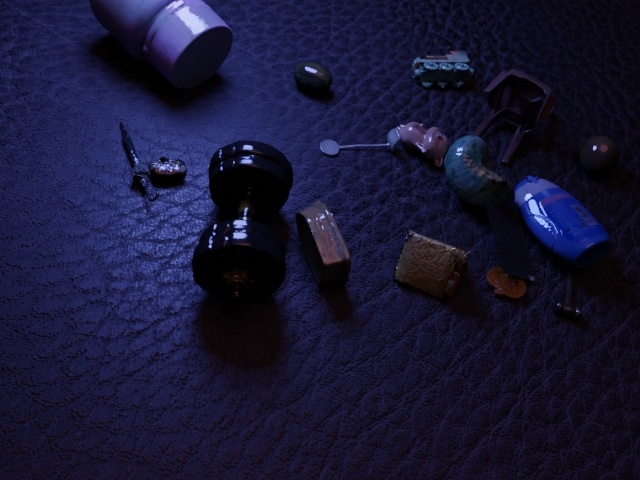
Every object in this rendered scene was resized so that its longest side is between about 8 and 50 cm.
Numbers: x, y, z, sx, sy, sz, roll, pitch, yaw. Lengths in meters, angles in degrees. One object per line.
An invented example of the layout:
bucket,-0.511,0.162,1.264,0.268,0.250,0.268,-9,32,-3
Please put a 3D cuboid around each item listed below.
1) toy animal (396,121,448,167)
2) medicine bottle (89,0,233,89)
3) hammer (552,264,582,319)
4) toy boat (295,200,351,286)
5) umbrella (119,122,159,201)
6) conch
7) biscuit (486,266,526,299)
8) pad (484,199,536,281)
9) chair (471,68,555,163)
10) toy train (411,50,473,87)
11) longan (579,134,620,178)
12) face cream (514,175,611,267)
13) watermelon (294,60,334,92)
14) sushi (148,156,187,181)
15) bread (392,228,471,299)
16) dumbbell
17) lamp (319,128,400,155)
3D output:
toy animal,0.262,-0.256,1.619,0.150,0.089,0.083,33,84,9
medicine bottle,-0.388,-0.547,1.576,0.302,0.241,0.241,45,56,10
hammer,0.580,0.060,1.485,0.058,0.029,0.292,21,50,0
toy boat,0.000,0.000,1.335,0.061,0.116,0.188,-15,59,-15
umbrella,-0.420,-0.176,1.424,0.044,0.044,0.269,-39,56,7
conch,0.373,-0.166,1.545,0.176,0.122,0.188,15,46,-37
biscuit,0.411,0.099,1.419,0.091,0.015,0.078,39,56,17
pad,0.436,-0.001,1.465,0.116,0.004,0.193,14,57,-33
chair,0.534,-0.371,1.700,0.176,0.183,0.326,32,54,10
toy train,0.342,-0.490,1.819,0.176,0.074,0.118,-3,45,-10
longan,0.743,-0.218,1.692,0.106,0.106,0.119,-35,110,-32
face cream,0.559,-0.055,1.515,0.149,0.083,0.264,-18,51,-16
watermelon,-0.017,-0.429,1.680,0.111,0.078,0.078,27,52,8
sushi,-0.338,-0.156,1.417,0.083,0.044,0.046,-7,54,-16
bread,0.244,0.041,1.396,0.147,0.127,0.152,21,18,5
dumbbell,-0.153,-0.043,1.287,0.185,0.185,0.388,7,52,-8
lamp,0.097,-0.244,1.585,0.199,0.056,0.050,-6,58,-13
